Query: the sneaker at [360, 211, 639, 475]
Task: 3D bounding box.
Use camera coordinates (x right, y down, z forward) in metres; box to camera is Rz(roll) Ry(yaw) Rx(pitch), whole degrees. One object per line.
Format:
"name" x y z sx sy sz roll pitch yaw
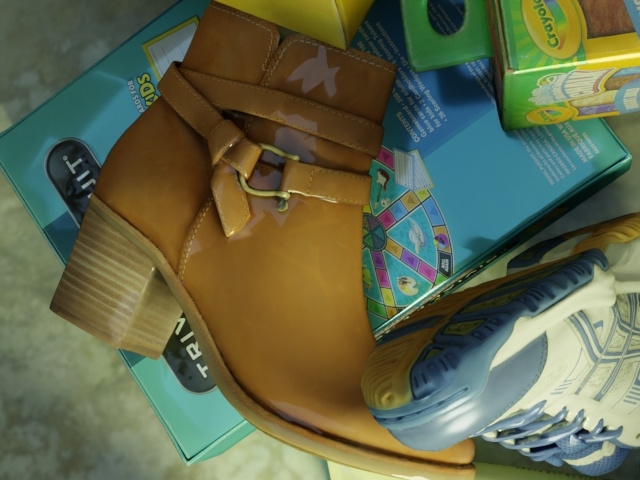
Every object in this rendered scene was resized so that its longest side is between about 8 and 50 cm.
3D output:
"sneaker" 0.134 0.073 0.730 0.112 0.296 0.131 -17 92 37

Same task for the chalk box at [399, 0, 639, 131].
"chalk box" 0.150 -0.144 0.743 0.213 0.132 0.132 -8 81 5

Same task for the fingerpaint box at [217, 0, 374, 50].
"fingerpaint box" -0.101 -0.368 0.813 0.444 0.163 0.371 23 71 18

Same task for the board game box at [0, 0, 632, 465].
"board game box" -0.011 -0.054 0.876 0.336 0.079 0.254 -35 80 8

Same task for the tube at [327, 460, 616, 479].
"tube" 0.122 0.170 0.833 0.240 0.062 0.070 9 106 10

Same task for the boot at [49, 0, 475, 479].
"boot" 0.000 0.000 0.788 0.283 0.109 0.220 27 88 20
